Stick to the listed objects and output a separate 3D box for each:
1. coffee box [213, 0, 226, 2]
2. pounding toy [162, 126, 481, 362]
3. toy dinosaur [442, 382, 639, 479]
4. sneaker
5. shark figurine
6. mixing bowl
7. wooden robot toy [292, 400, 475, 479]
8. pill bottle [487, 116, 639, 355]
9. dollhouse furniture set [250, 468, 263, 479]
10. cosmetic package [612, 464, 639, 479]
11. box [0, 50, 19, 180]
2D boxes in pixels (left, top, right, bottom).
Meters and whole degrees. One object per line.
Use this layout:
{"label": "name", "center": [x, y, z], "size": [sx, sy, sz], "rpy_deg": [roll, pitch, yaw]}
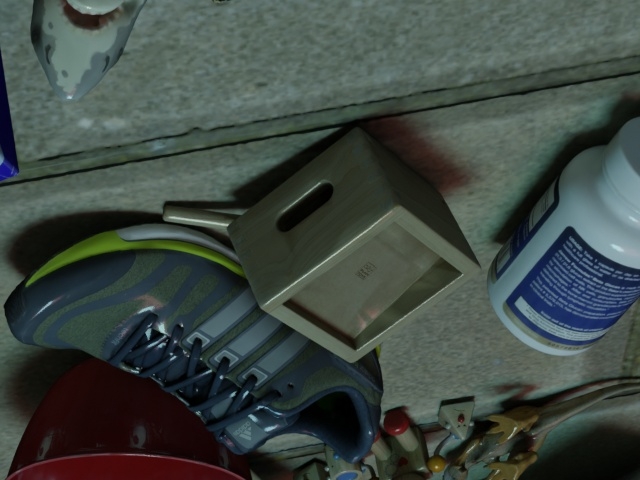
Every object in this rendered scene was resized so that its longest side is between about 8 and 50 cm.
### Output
{"label": "coffee box", "center": [0.084, -0.210, 0.692], "size": [0.297, 0.168, 0.119], "rpy_deg": [-8, 146, -13]}
{"label": "pounding toy", "center": [0.000, 0.000, 1.078], "size": [0.141, 0.100, 0.130], "rpy_deg": [-37, 142, 15]}
{"label": "toy dinosaur", "center": [0.175, 0.155, 1.398], "size": [0.211, 0.064, 0.112], "rpy_deg": [-28, 180, 21]}
{"label": "sneaker", "center": [-0.068, 0.074, 1.123], "size": [0.300, 0.121, 0.111], "rpy_deg": [12, 139, -33]}
{"label": "shark figurine", "center": [-0.031, -0.182, 0.807], "size": [0.278, 0.166, 0.116], "rpy_deg": [-23, 175, -16]}
{"label": "mixing bowl", "center": [-0.134, 0.140, 1.205], "size": [0.181, 0.098, 0.181], "rpy_deg": [0, 154, 0]}
{"label": "wooden robot toy", "center": [0.058, 0.194, 1.383], "size": [0.173, 0.079, 0.076], "rpy_deg": [-23, 146, 14]}
{"label": "pill bottle", "center": [0.188, -0.004, 1.117], "size": [0.094, 0.094, 0.169], "rpy_deg": [4, 143, -24]}
{"label": "dollhouse furniture set", "center": [-0.102, 0.273, 1.462], "size": [0.197, 0.151, 0.301], "rpy_deg": [-40, 124, 3]}
{"label": "cosmetic package", "center": [0.164, 0.387, 1.548], "size": [0.453, 0.161, 0.230], "rpy_deg": [-36, 174, 32]}
{"label": "box", "center": [-0.215, -0.100, 0.811], "size": [0.072, 0.126, 0.137], "rpy_deg": [-21, 146, 10]}
